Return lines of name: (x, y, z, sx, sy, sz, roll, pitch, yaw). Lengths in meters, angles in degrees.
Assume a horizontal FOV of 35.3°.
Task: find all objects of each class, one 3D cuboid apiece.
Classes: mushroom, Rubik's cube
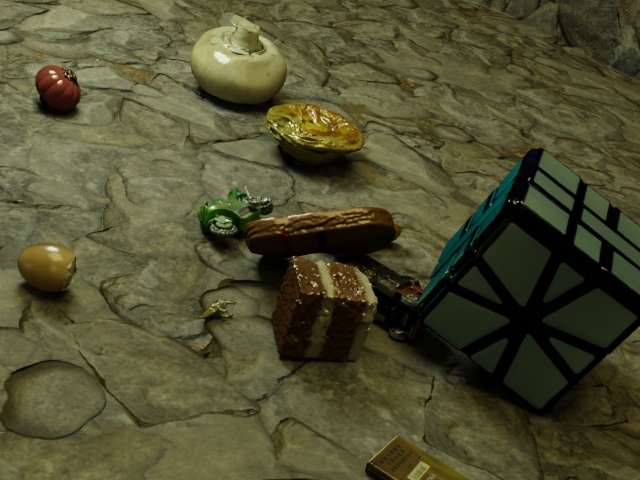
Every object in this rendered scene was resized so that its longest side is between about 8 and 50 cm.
mushroom: (-0.199, -0.446, 2.466, 0.246, 0.202, 0.246, 10, 40, -9)
Rubik's cube: (0.368, 0.062, 1.696, 0.293, 0.288, 0.283, 35, 32, -1)

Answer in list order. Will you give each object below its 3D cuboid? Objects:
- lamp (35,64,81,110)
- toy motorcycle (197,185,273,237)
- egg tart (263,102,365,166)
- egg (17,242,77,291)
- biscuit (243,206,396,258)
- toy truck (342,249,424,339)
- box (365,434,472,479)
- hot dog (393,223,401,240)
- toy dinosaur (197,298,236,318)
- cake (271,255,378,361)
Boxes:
lamp: (-0.571, -0.332, 2.187, 0.107, 0.092, 0.107, 47, 12, -13)
toy motorcycle: (-0.171, -0.051, 1.926, 0.106, 0.074, 0.190, 18, 28, 21)
egg tart: (-0.019, -0.235, 2.281, 0.241, 0.105, 0.241, 14, 26, -7)
egg: (-0.438, 0.041, 1.610, 0.096, 0.080, 0.080, 19, 29, 0)
biscuit: (0.000, 0.002, 1.834, 0.277, 0.052, 0.262, -7, -13, -5)
toy truck: (0.110, 0.095, 1.785, 0.192, 0.083, 0.092, 30, 26, 25)
box: (0.141, 0.338, 1.436, 0.133, 0.023, 0.090, 28, 33, 21)
hot dog: (0.058, -0.016, 1.992, 0.216, 0.047, 0.066, 1, 15, -27)
toy dinosaur: (-0.170, 0.118, 1.662, 0.041, 0.026, 0.113, 14, 19, 10)
cake: (0.007, 0.116, 1.651, 0.147, 0.135, 0.134, 13, 28, -15)
